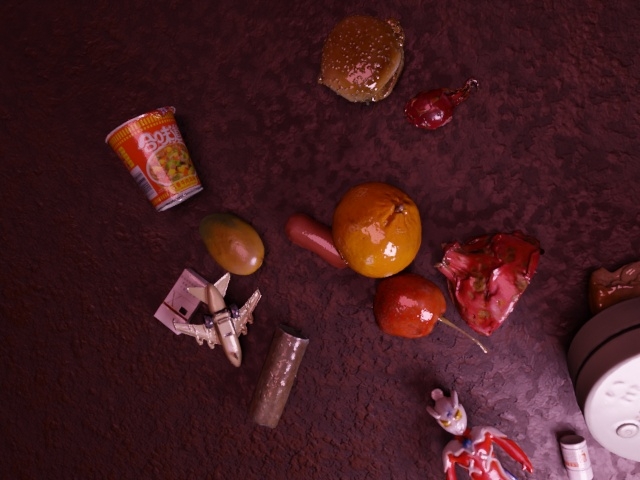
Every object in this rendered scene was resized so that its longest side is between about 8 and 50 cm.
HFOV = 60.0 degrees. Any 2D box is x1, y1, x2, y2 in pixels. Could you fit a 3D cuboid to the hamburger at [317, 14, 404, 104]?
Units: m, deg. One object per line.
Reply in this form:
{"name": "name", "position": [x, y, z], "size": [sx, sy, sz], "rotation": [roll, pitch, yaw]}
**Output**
{"name": "hamburger", "position": [0.099, -0.430, 1.289], "size": [0.189, 0.122, 0.215], "rotation": [32, 96, 10]}

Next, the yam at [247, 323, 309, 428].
{"name": "yam", "position": [-0.109, 0.340, 1.382], "size": [0.093, 0.093, 0.260], "rotation": [21, 96, 9]}

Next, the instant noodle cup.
{"name": "instant noodle cup", "position": [-0.396, -0.194, 1.378], "size": [0.193, 0.193, 0.212], "rotation": [-27, 95, 11]}

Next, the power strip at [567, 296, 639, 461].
{"name": "power strip", "position": [0.700, 0.279, 1.118], "size": [0.357, 0.161, 0.358], "rotation": [4, 121, 7]}

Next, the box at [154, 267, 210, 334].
{"name": "box", "position": [-0.356, 0.158, 1.445], "size": [0.084, 0.040, 0.154], "rotation": [36, 97, 5]}

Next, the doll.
{"name": "doll", "position": [0.365, 0.507, 1.250], "size": [0.188, 0.099, 0.384], "rotation": [-33, 70, 3]}

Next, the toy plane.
{"name": "toy plane", "position": [-0.243, 0.210, 1.390], "size": [0.228, 0.092, 0.245], "rotation": [-21, 99, -17]}

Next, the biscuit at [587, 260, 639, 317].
{"name": "biscuit", "position": [0.730, 0.142, 1.207], "size": [0.273, 0.091, 0.213], "rotation": [-6, 104, 10]}

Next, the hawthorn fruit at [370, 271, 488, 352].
{"name": "hawthorn fruit", "position": [0.254, 0.176, 1.263], "size": [0.285, 0.165, 0.165], "rotation": [25, 97, 16]}

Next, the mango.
{"name": "mango", "position": [-0.226, 0.004, 1.393], "size": [0.194, 0.092, 0.130], "rotation": [31, 100, 17]}

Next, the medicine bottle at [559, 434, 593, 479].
{"name": "medicine bottle", "position": [0.587, 0.499, 1.272], "size": [0.057, 0.057, 0.089], "rotation": [-13, 91, 11]}

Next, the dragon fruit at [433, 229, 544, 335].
{"name": "dragon fruit", "position": [0.359, 0.076, 1.258], "size": [0.211, 0.134, 0.262], "rotation": [27, 97, 12]}

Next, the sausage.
{"name": "sausage", "position": [0.000, 0.000, 1.354], "size": [0.194, 0.077, 0.077], "rotation": [30, 98, 8]}

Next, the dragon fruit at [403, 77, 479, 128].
{"name": "dragon fruit", "position": [0.287, -0.317, 1.279], "size": [0.190, 0.094, 0.094], "rotation": [-23, 88, 0]}

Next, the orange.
{"name": "orange", "position": [0.130, -0.026, 1.257], "size": [0.219, 0.193, 0.220], "rotation": [1, 88, -34]}
